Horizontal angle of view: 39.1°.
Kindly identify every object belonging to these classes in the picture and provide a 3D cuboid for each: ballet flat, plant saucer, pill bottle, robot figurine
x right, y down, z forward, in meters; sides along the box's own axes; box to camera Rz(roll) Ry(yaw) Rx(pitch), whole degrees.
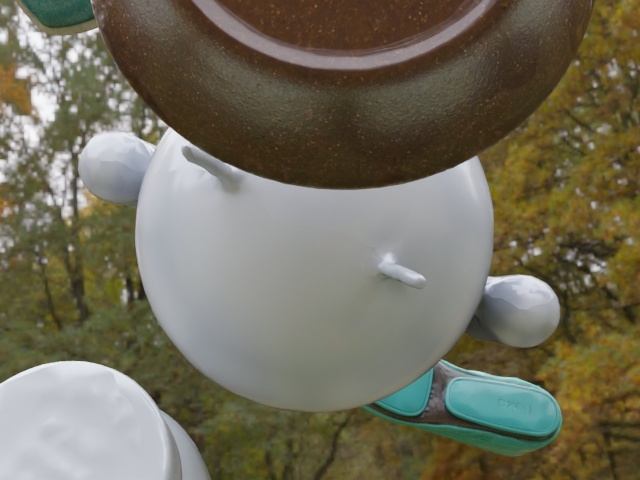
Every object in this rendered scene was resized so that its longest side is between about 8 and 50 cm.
[{"bbox_3d":[0.105,0.155,0.873,0.247,0.083,0.087,17,-32,3],"label":"ballet flat"},{"bbox_3d":[0.008,-0.119,0.331,0.198,0.199,0.036,-8,-12,-1],"label":"plant saucer"},{"bbox_3d":[-0.113,0.155,0.480,0.121,0.121,0.221,-7,-31,-3],"label":"pill bottle"},{"bbox_3d":[0.000,0.000,0.577,0.299,0.200,0.353,17,-3,4],"label":"robot figurine"}]

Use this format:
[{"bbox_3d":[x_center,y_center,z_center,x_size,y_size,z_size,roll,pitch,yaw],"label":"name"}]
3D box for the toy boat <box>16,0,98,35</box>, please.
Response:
[{"bbox_3d":[-0.306,-0.356,0.914,0.318,0.268,0.148,17,13,7],"label":"toy boat"}]
